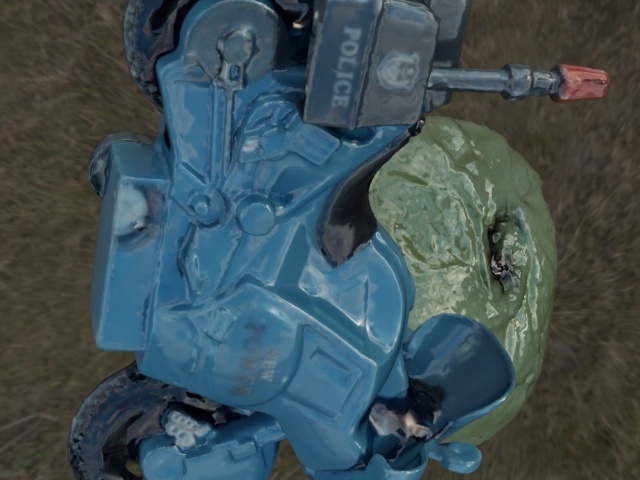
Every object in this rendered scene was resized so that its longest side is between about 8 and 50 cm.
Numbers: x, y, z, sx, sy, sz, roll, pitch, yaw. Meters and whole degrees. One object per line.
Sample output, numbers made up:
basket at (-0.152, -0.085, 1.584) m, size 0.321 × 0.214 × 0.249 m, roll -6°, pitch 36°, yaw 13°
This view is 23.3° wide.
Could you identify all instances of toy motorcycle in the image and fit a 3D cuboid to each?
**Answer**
toy motorcycle at (0.000, 0.000, 0.620) m, size 0.182 × 0.123 × 0.272 m, roll 3°, pitch 117°, yaw -16°

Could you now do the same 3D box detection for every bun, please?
bun at (0.083, 0.032, 0.986) m, size 0.108 × 0.221 × 0.221 m, roll 5°, pitch 88°, yaw 32°
